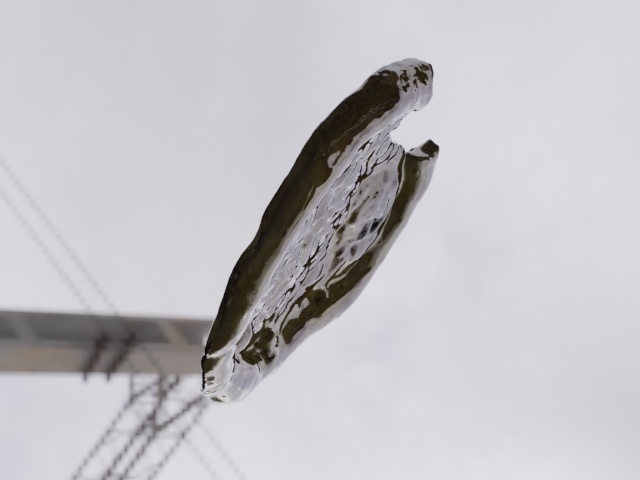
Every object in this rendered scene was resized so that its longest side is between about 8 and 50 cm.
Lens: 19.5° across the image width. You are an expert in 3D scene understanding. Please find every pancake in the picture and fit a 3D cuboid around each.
[{"bbox_3d":[0.000,0.000,1.012,0.029,0.235,0.212,35,-97,14],"label":"pancake"}]
